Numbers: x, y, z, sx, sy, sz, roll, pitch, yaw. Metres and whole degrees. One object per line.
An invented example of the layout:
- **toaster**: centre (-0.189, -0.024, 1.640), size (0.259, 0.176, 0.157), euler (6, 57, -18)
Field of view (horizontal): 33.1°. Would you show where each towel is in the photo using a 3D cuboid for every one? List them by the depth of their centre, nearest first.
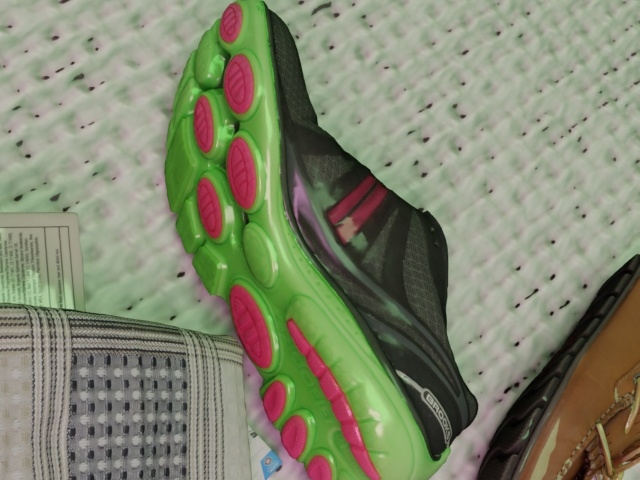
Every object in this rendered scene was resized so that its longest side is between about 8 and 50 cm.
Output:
- **towel**: centre (-0.148, 0.217, 0.804), size (0.312, 0.056, 0.325), euler (18, 67, -57)

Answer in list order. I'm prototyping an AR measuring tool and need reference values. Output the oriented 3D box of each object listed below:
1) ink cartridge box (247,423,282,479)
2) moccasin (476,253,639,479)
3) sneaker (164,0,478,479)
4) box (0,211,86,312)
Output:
- **ink cartridge box**: centre (-0.082, 0.188, 0.973), size (0.083, 0.028, 0.048), euler (47, 61, 0)
- **moccasin**: centre (0.281, 0.174, 1.075), size (0.147, 0.139, 0.380), euler (41, 51, 7)
- **sneaker**: centre (0.000, 0.000, 1.020), size (0.202, 0.185, 0.483), euler (-12, 78, -44)
- **box**: centre (-0.313, 0.066, 0.869), size (0.232, 0.127, 0.149), euler (-1, 71, -22)
